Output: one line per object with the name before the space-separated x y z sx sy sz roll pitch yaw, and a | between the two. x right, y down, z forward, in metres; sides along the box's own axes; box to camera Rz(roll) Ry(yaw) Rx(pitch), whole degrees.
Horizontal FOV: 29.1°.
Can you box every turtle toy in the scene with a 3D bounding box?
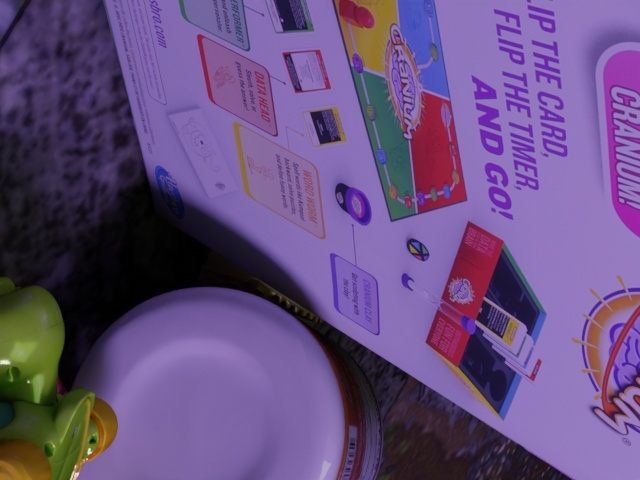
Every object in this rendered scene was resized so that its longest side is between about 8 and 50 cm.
turtle toy | -0.123 0.079 0.461 0.095 0.066 0.130 -27 140 -79

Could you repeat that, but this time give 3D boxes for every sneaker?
sneaker | 0.000 0.000 0.666 0.185 0.070 0.083 19 87 -63

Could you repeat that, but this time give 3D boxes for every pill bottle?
pill bottle | -0.034 0.095 0.608 0.121 0.121 0.216 -57 167 -4

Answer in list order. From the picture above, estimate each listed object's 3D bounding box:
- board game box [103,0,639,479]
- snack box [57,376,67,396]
board game box | 0.049 -0.039 0.439 0.064 0.317 0.242 -41 147 -28
snack box | -0.168 0.103 0.520 0.141 0.037 0.100 -44 146 -25
